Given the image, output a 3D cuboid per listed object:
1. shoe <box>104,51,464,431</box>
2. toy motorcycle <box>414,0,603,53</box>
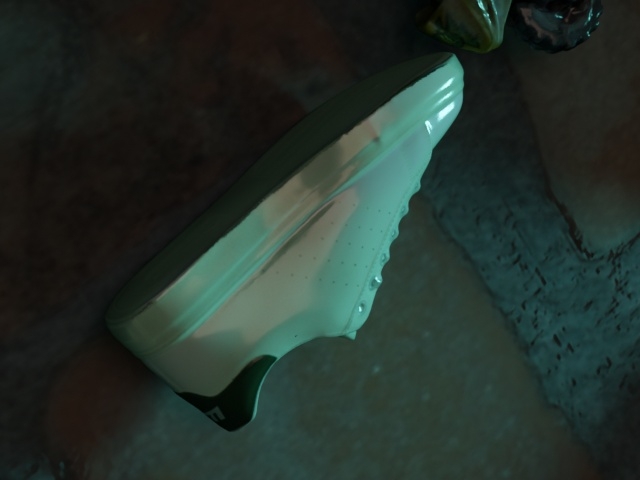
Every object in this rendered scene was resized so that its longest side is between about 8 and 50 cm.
[{"bbox_3d":[0.000,0.000,0.859,0.265,0.095,0.110,-39,107,-16],"label":"shoe"},{"bbox_3d":[0.089,-0.213,0.910,0.130,0.094,0.229,-28,92,-21],"label":"toy motorcycle"}]
